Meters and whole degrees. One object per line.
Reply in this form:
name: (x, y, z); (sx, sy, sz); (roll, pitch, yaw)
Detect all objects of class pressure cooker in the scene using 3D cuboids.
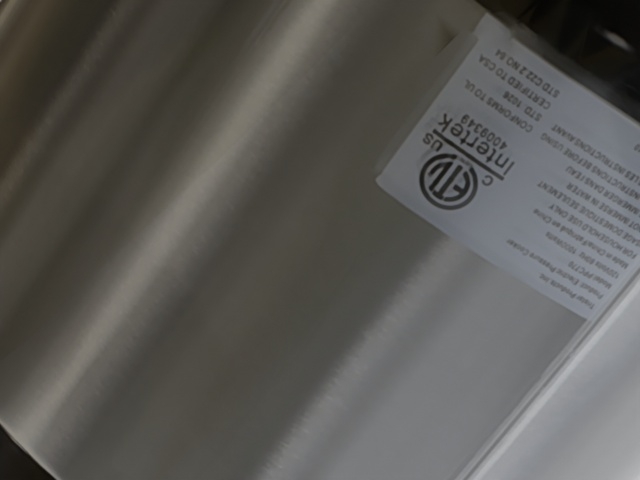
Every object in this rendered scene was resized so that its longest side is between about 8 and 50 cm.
pressure cooker: (-0.001, 0.002, 0.699); (0.370, 0.375, 0.420); (45, -67, 24)
